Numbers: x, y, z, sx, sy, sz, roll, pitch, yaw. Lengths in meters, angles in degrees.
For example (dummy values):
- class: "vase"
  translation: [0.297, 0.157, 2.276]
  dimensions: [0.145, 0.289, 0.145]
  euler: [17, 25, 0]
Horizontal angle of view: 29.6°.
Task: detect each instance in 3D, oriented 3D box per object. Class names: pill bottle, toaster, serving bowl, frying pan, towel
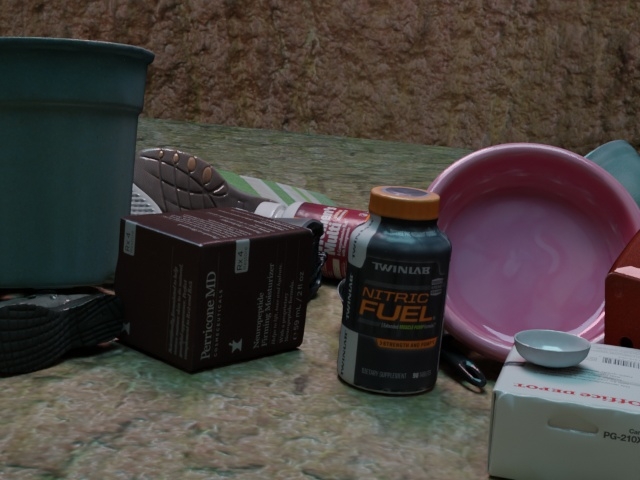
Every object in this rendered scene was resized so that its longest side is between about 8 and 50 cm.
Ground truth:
- class: "pill bottle"
  translation: [0.094, 0.058, 1.518]
  dimensions: [0.130, 0.246, 0.130]
  euler: [5, 12, -1]
- class: "toaster"
  translation: [-0.078, 0.028, 1.857]
  dimensions: [0.146, 0.129, 0.227]
  euler: [5, 14, 10]
- class: "serving bowl"
  translation: [0.254, 0.122, 1.330]
  dimensions: [0.083, 0.027, 0.083]
  euler: [3, 12, -1]
- class: "frying pan"
  translation: [0.161, 0.126, 1.696]
  dimensions: [0.197, 0.053, 0.326]
  euler: [-8, 30, -43]
- class: "towel"
  translation: [-0.101, -0.078, 2.403]
  dimensions: [0.324, 0.038, 0.248]
  euler: [12, 14, -24]
- class: "pill bottle"
  translation: [0.000, 0.000, 2.028]
  dimensions: [0.221, 0.121, 0.121]
  euler: [9, 13, 18]

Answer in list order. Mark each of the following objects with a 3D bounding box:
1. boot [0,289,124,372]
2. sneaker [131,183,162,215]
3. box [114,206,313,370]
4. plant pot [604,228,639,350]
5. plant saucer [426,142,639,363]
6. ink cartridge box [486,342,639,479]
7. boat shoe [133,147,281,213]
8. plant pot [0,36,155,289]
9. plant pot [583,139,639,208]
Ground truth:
- class: "boot"
  translation: [-0.384, 0.110, 1.529]
  dimensions: [0.161, 0.084, 0.246]
  euler: [2, 6, 38]
- class: "sneaker"
  translation: [-0.321, -0.016, 1.972]
  dimensions: [0.126, 0.128, 0.321]
  euler: [-21, 45, -14]
- class: "box"
  translation: [-0.142, 0.057, 1.602]
  dimensions: [0.167, 0.169, 0.203]
  euler: [17, 18, 41]
- class: "plant pot"
  translation: [0.493, 0.106, 1.493]
  dimensions: [0.235, 0.268, 0.267]
  euler: [-19, 25, -37]
- class: "plant saucer"
  translation: [0.286, 0.026, 1.665]
  dimensions: [0.332, 0.332, 0.084]
  euler: [6, -27, 1]
- class: "ink cartridge box"
  translation: [0.285, 0.189, 1.343]
  dimensions: [0.171, 0.100, 0.237]
  euler: [7, 12, 14]
- class: "boat shoe"
  translation: [-0.202, -0.059, 2.112]
  dimensions: [0.324, 0.123, 0.116]
  euler: [30, -16, -27]
- class: "plant pot"
  translation: [-0.410, -0.103, 1.738]
  dimensions: [0.341, 0.334, 0.341]
  euler: [0, 2, 0]
- class: "plant pot"
  translation: [0.446, 0.022, 1.850]
  dimensions: [0.196, 0.293, 0.293]
  euler: [44, 31, 26]
